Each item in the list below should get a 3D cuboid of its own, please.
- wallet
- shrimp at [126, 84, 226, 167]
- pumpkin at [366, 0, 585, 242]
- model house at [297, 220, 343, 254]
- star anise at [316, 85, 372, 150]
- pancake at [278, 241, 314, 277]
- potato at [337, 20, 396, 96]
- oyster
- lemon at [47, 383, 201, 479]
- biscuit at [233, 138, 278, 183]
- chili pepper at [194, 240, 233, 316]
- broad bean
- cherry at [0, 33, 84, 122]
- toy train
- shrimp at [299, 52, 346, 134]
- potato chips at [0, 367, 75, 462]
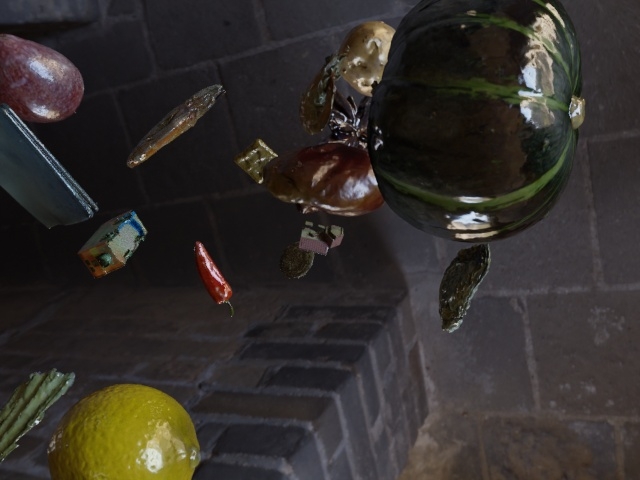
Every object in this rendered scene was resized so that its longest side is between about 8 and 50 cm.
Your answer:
[{"bbox_3d":[-0.573,-0.132,1.230,0.290,0.054,0.251,-4,131,52],"label":"wallet"},{"bbox_3d":[-0.358,-0.288,1.574,0.317,0.164,0.062,-42,111,-11],"label":"shrimp"},{"bbox_3d":[0.194,-0.155,0.779,0.242,0.323,0.323,14,115,25],"label":"pumpkin"},{"bbox_3d":[0.000,0.000,1.279,0.083,0.058,0.057,14,126,-5],"label":"model house"},{"bbox_3d":[0.068,-0.293,1.669,0.129,0.283,0.212,34,141,33],"label":"star anise"},{"bbox_3d":[-0.067,0.055,1.757,0.115,0.011,0.114,-13,63,28],"label":"pancake"},{"bbox_3d":[0.124,-0.396,1.417,0.128,0.234,0.161,28,80,24],"label":"potato"},{"bbox_3d":[0.279,0.086,1.223,0.064,0.125,0.177,24,128,-7],"label":"oyster"},{"bbox_3d":[-0.453,0.488,1.464,0.336,0.336,0.335,9,113,21],"label":"lemon"},{"bbox_3d":[-0.130,-0.166,1.336,0.083,0.018,0.081,-33,116,31],"label":"biscuit"},{"bbox_3d":[-0.341,0.124,2.017,0.071,0.063,0.272,-24,103,8],"label":"chili pepper"},{"bbox_3d":[0.011,-0.103,1.134,0.229,0.156,0.122,-4,133,-12],"label":"broad bean"},{"bbox_3d":[-0.775,-0.431,1.700,0.230,0.202,0.300,13,159,22],"label":"cherry"},{"bbox_3d":[-0.450,0.006,1.369,0.099,0.188,0.072,-18,114,15],"label":"toy train"},{"bbox_3d":[0.003,-0.283,1.218,0.180,0.041,0.099,-58,40,40],"label":"shrimp"},{"bbox_3d":[-0.394,0.232,0.785,0.092,0.207,0.028,24,160,45],"label":"potato chips"}]
